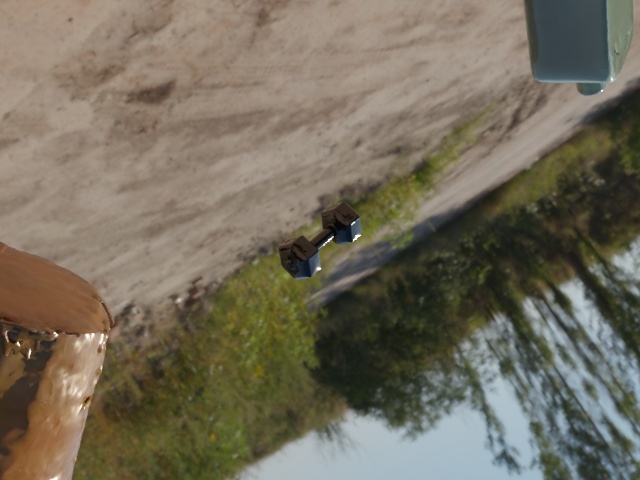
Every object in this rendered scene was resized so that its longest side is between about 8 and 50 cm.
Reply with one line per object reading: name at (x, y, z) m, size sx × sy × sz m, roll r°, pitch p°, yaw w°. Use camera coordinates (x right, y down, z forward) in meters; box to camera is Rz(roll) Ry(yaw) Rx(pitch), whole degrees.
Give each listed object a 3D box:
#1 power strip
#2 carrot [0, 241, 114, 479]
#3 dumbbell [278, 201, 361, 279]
power strip at (0.145, -0.261, 0.483) m, size 0.062 × 0.385 × 0.091 m, roll 5°, pitch -142°, yaw 29°
carrot at (-0.242, 0.127, 0.530) m, size 0.254 × 0.196 × 0.196 m, roll -67°, pitch 165°, yaw 9°
dumbbell at (0.000, 0.000, 0.716) m, size 0.083 × 0.036 × 0.040 m, roll -39°, pitch 137°, yaw -37°
